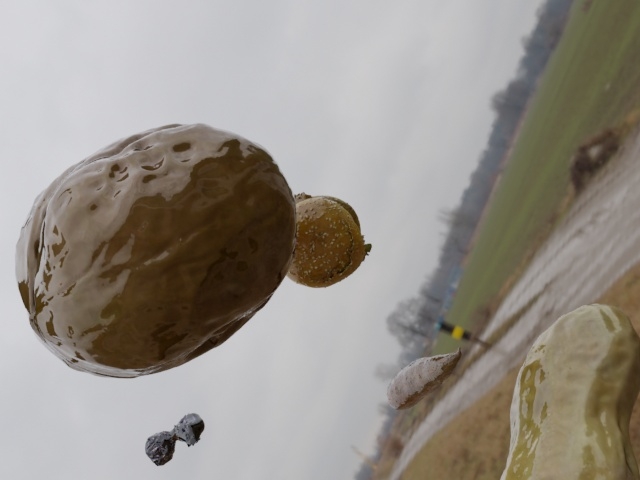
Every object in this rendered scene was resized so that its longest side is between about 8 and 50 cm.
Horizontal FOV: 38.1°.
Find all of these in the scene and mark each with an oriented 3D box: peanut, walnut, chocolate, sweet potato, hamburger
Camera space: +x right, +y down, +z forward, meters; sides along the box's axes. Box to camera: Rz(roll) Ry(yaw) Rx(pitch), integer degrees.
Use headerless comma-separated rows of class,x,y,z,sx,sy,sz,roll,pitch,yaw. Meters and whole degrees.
peanut,0.265,0.211,0.966,0.149,0.149,0.313,97,-171,-63
walnut,-0.214,0.011,1.252,0.397,0.308,0.354,-33,20,-23
chocolate,-0.264,0.371,1.737,0.147,0.070,0.072,-29,50,31
sweet potato,0.172,0.244,1.636,0.066,0.072,0.314,-21,-20,-27
hamburger,-0.008,-0.005,1.775,0.181,0.191,0.118,-25,4,0
